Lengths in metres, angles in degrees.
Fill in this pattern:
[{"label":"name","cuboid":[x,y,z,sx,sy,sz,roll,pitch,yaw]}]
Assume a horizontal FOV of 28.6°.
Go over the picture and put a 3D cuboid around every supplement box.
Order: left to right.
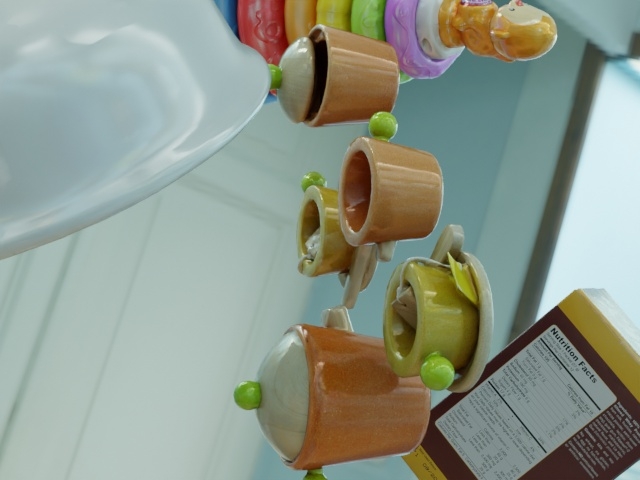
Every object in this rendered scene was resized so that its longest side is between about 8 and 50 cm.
[{"label":"supplement box","cuboid":[0.192,0.148,1.040,0.129,0.194,0.191,52,13,13]}]

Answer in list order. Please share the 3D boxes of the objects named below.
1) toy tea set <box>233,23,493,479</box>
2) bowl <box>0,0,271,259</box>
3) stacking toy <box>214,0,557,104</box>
[{"label":"toy tea set","cuboid":[0.000,0.000,0.851,0.124,0.336,0.200,3,-45,-18]},{"label":"bowl","cuboid":[-0.187,-0.106,0.729,0.298,0.298,0.134,8,-54,43]},{"label":"stacking toy","cuboid":[0.063,-0.188,1.055,0.301,0.166,0.175,13,22,39]}]
